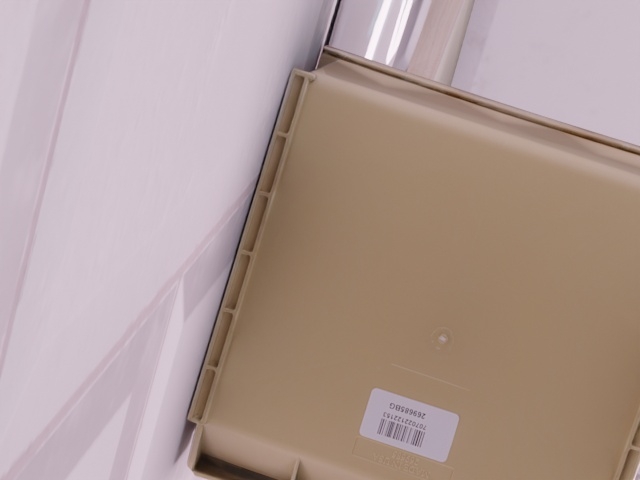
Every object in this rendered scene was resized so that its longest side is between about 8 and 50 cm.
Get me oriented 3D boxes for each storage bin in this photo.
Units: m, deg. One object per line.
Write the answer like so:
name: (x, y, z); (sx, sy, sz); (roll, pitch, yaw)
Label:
storage bin: (0.080, 0.048, 1.031); (0.123, 0.262, 0.260); (-46, 154, -77)

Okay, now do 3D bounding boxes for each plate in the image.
plate: (0.064, -0.214, 1.196); (0.278, 0.045, 0.277); (-54, 161, -76)

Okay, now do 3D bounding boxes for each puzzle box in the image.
puzzle box: (0.092, -0.141, 1.742); (0.272, 0.052, 0.409); (104, 6, -45)
